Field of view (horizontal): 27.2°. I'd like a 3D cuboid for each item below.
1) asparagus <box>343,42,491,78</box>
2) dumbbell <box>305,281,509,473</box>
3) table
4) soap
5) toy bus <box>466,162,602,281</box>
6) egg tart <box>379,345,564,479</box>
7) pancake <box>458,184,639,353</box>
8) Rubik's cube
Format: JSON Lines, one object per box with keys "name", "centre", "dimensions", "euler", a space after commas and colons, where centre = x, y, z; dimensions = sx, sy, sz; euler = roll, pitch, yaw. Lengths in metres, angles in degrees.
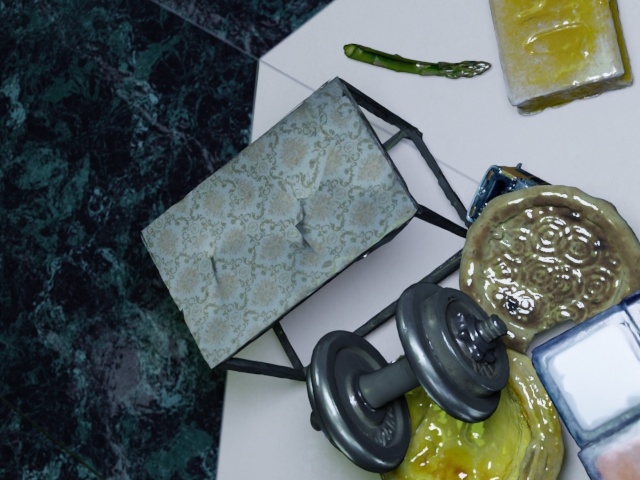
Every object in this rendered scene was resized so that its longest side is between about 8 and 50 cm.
{"name": "asparagus", "centre": [0.130, -0.251, 1.865], "dimensions": [0.236, 0.027, 0.034], "euler": [13, 99, 26]}
{"name": "dumbbell", "centre": [0.103, 0.168, 1.631], "dimensions": [0.290, 0.192, 0.192], "euler": [-31, 70, 26]}
{"name": "table", "centre": [0.000, 0.000, 1.746], "dimensions": [0.335, 0.272, 0.222], "euler": [-37, 66, 16]}
{"name": "soap", "centre": [0.309, -0.312, 1.761], "dimensions": [0.160, 0.080, 0.257], "euler": [-15, 77, 22]}
{"name": "toy bus", "centre": [0.293, -0.026, 1.712], "dimensions": [0.182, 0.103, 0.091], "euler": [30, 108, 22]}
{"name": "egg tart", "centre": [0.192, 0.253, 1.729], "dimensions": [0.279, 0.095, 0.278], "euler": [-5, 80, 30]}
{"name": "pancake", "centre": [0.284, 0.035, 1.646], "dimensions": [0.235, 0.029, 0.212], "euler": [-19, 93, 20]}
{"name": "Rubik's cube", "centre": [0.479, 0.197, 1.450], "dimensions": [0.363, 0.362, 0.358], "euler": [-34, 70, 16]}
